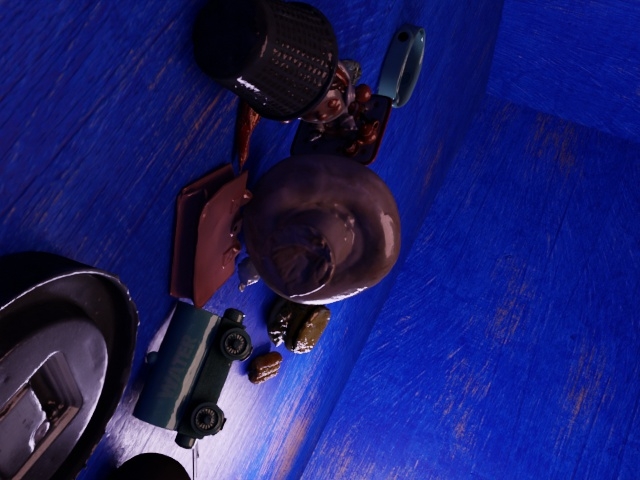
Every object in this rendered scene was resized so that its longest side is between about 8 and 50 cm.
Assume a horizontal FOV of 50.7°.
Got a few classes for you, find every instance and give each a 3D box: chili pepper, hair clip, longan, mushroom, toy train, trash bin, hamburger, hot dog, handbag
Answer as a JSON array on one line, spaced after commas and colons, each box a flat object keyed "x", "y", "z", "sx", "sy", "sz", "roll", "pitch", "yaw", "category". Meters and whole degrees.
[{"x": -0.120, "y": -0.196, "z": 1.123, "sx": 0.045, "sy": 0.027, "sz": 0.178, "roll": -35, "pitch": 144, "yaw": -56, "category": "chili pepper"}, {"x": 0.049, "y": -0.357, "z": 1.449, "sx": 0.066, "sy": 0.036, "sz": 0.229, "roll": -68, "pitch": 171, "yaw": 17, "category": "hair clip"}, {"x": -0.296, "y": 0.454, "z": 1.165, "sx": 0.189, "sy": 0.189, "sz": 0.189, "roll": -58, "pitch": 162, "yaw": -32, "category": "longan"}, {"x": 0.000, "y": 0.000, "z": 1.210, "sx": 0.290, "sy": 0.297, "sz": 0.298, "roll": -82, "pitch": -173, "yaw": -65, "category": "mushroom"}, {"x": -0.220, "y": 0.222, "z": 1.153, "sx": 0.101, "sy": 0.159, "sz": 0.248, "roll": -12, "pitch": -123, "yaw": 69, "category": "toy train"}, {"x": -0.085, "y": -0.266, "z": 0.931, "sx": 0.161, "sy": 0.175, "sz": 0.176, "roll": 5, "pitch": 107, "yaw": -62, "category": "trash bin"}, {"x": -0.068, "y": 0.195, "z": 1.665, "sx": 0.159, "sy": 0.131, "sz": 0.185, "roll": -59, "pitch": 158, "yaw": -1, "category": "hamburger"}, {"x": -0.141, "y": 0.324, "z": 1.730, "sx": 0.071, "sy": 0.045, "sz": 0.165, "roll": -67, "pitch": 166, "yaw": 5, "category": "hot dog"}, {"x": -0.180, "y": -0.008, "z": 1.122, "sx": 0.157, "sy": 0.059, "sz": 0.213, "roll": -44, "pitch": 151, "yaw": -55, "category": "handbag"}]

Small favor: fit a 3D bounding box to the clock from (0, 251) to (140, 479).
[{"x": -0.358, "y": 0.194, "z": 0.773, "sx": 0.386, "sy": 0.076, "sz": 0.386, "roll": -57, "pitch": 161, "yaw": -32, "category": "clock"}]

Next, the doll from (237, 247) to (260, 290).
[{"x": -0.115, "y": 0.000, "z": 1.362, "sx": 0.227, "sy": 0.057, "sz": 0.114, "roll": -63, "pitch": 147, "yaw": -26, "category": "doll"}]

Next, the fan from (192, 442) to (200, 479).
[{"x": -0.240, "y": 0.390, "z": 1.299, "sx": 0.223, "sy": 0.012, "sz": 0.295, "roll": -108, "pitch": -161, "yaw": -58, "category": "fan"}]

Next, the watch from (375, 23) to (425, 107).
[{"x": 0.221, "y": -0.462, "z": 1.825, "sx": 0.237, "sy": 0.068, "sz": 0.195, "roll": -67, "pitch": 164, "yaw": -7, "category": "watch"}]

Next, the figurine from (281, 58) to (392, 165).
[{"x": 0.004, "y": -0.264, "z": 1.217, "sx": 0.226, "sy": 0.183, "sz": 0.160, "roll": 51, "pitch": 53, "yaw": -59, "category": "figurine"}]
